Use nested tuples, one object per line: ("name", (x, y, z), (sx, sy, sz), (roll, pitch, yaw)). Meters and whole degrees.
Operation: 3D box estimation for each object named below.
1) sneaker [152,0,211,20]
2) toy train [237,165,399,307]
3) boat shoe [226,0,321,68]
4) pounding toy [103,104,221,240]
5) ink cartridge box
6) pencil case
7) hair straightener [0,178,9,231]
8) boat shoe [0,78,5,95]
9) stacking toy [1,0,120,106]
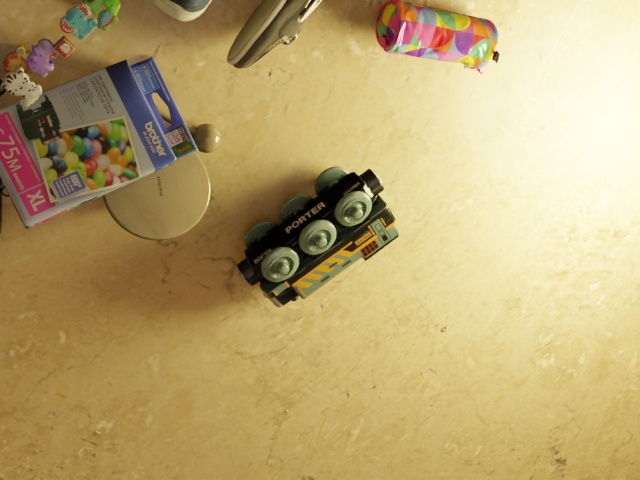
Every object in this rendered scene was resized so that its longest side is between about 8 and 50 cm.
("sneaker", (-0.251, -0.490, 1.127), (0.130, 0.323, 0.236), (-22, 168, -24))
("toy train", (0.000, 0.000, 1.481), (0.334, 0.142, 0.190), (-37, 133, -1))
("boat shoe", (-0.024, -0.411, 1.267), (0.095, 0.112, 0.335), (36, 95, -28))
("pounding toy", (-0.290, -0.112, 1.335), (0.183, 0.110, 0.237), (20, 78, -18))
("ink cartridge box", (-0.372, -0.168, 1.217), (0.311, 0.065, 0.186), (-27, 96, -20))
("pencil case", (0.220, -0.379, 1.393), (0.236, 0.104, 0.104), (6, 113, -23))
("hair straightener", (-0.532, -0.106, 1.262), (0.089, 0.047, 0.230), (9, 108, -26))
("boat shoe", (-0.577, -0.326, 1.075), (0.113, 0.127, 0.340), (-30, 125, -7))
("stacking toy", (-0.395, -0.308, 1.134), (0.221, 0.167, 0.052), (-42, 123, 3))
